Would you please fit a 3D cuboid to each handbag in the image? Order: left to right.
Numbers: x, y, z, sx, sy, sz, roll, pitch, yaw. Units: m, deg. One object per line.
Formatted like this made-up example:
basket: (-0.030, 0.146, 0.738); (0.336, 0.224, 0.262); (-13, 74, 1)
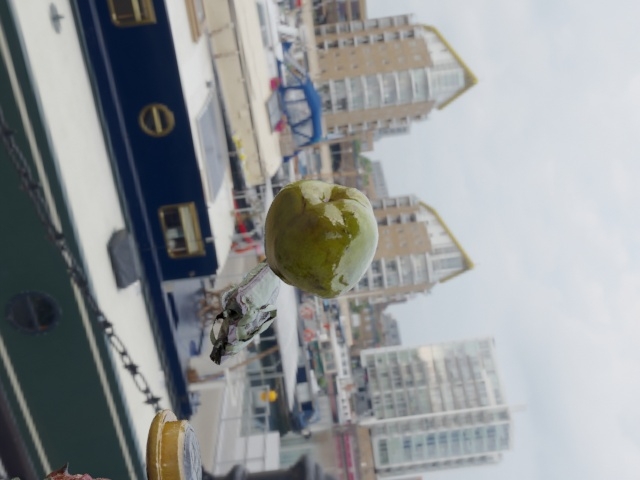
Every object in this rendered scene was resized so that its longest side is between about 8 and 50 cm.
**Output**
handbag: (-0.168, 0.154, 1.691); (0.235, 0.127, 0.213); (-40, 152, -53)

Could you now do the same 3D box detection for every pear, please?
pear: (0.000, 0.000, 1.192); (0.200, 0.200, 0.200); (-7, 90, -89)

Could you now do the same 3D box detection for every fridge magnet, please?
fridge magnet: (-0.194, 0.296, 0.956); (0.143, 0.063, 0.143); (-8, 90, -89)

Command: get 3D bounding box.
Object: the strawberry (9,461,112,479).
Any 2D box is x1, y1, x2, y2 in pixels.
strawberry: (-0.410, 0.519, 1.136); (0.310, 0.292, 0.292); (56, 8, -13)
